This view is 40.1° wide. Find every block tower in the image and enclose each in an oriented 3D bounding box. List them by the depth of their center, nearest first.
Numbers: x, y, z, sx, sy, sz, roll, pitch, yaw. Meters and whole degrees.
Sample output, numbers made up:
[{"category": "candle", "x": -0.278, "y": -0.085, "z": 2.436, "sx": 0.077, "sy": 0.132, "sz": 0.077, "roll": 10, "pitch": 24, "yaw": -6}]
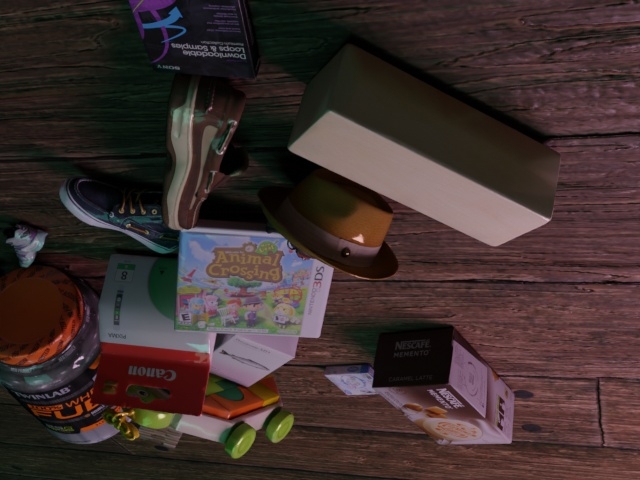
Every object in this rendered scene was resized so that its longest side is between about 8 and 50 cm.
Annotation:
[{"category": "block tower", "x": -0.304, "y": 0.324, "z": 1.757, "sx": 0.091, "sy": 0.097, "sz": 0.335, "roll": 17, "pitch": 150, "yaw": -7}]

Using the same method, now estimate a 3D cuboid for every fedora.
[{"category": "fedora", "x": 0.023, "y": -0.033, "z": 1.036, "sx": 0.194, "sy": 0.194, "sz": 0.079, "roll": 24, "pitch": 111, "yaw": -19}]

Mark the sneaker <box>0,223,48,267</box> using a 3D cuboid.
[{"category": "sneaker", "x": -0.465, "y": 0.001, "z": 1.346, "sx": 0.069, "sy": 0.038, "sz": 0.098, "roll": 27, "pitch": 137, "yaw": -20}]

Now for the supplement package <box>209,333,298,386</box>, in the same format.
[{"category": "supplement package", "x": -0.114, "y": 0.149, "z": 1.391, "sx": 0.105, "sy": 0.105, "sz": 0.179, "roll": 24, "pitch": 147, "yaw": -18}]

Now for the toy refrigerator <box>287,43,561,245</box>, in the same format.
[{"category": "toy refrigerator", "x": 0.113, "y": -0.097, "z": 0.927, "sx": 0.269, "sy": 0.094, "sz": 0.102, "roll": 24, "pitch": 154, "yaw": -17}]

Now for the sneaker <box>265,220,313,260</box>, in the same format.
[{"category": "sneaker", "x": 0.000, "y": 0.000, "z": 1.137, "sx": 0.158, "sy": 0.061, "sz": 0.065, "roll": 30, "pitch": 119, "yaw": -8}]

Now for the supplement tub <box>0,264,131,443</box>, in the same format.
[{"category": "supplement tub", "x": -0.435, "y": 0.195, "z": 1.483, "sx": 0.207, "sy": 0.207, "sz": 0.338, "roll": 6, "pitch": 149, "yaw": 11}]

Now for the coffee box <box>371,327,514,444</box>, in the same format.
[{"category": "coffee box", "x": 0.207, "y": 0.246, "z": 1.442, "sx": 0.141, "sy": 0.098, "sz": 0.246, "roll": -10, "pitch": 143, "yaw": 32}]

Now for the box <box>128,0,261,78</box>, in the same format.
[{"category": "box", "x": -0.127, "y": -0.225, "z": 0.860, "sx": 0.116, "sy": 0.029, "sz": 0.162, "roll": 6, "pitch": 150, "yaw": 10}]

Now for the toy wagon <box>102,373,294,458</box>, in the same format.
[{"category": "toy wagon", "x": -0.207, "y": 0.249, "z": 1.425, "sx": 0.267, "sy": 0.068, "sz": 0.344, "roll": 31, "pitch": -166, "yaw": 24}]

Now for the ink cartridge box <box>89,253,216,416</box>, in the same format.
[{"category": "ink cartridge box", "x": -0.246, "y": 0.136, "z": 1.300, "sx": 0.181, "sy": 0.225, "sz": 0.056, "roll": 4, "pitch": 158, "yaw": 12}]

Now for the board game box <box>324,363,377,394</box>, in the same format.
[{"category": "board game box", "x": 0.068, "y": 0.251, "z": 1.577, "sx": 0.090, "sy": 0.020, "sz": 0.090, "roll": -9, "pitch": 144, "yaw": 30}]

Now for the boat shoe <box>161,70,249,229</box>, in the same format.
[{"category": "boat shoe", "x": -0.133, "y": -0.088, "z": 1.028, "sx": 0.095, "sy": 0.095, "sz": 0.257, "roll": 9, "pitch": 149, "yaw": -6}]

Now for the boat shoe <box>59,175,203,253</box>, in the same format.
[{"category": "boat shoe", "x": -0.248, "y": -0.048, "z": 1.168, "sx": 0.183, "sy": 0.065, "sz": 0.083, "roll": 27, "pitch": 140, "yaw": -31}]

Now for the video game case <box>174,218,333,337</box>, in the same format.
[{"category": "video game case", "x": -0.092, "y": 0.057, "z": 1.211, "sx": 0.212, "sy": 0.023, "sz": 0.193, "roll": 4, "pitch": 128, "yaw": -9}]
